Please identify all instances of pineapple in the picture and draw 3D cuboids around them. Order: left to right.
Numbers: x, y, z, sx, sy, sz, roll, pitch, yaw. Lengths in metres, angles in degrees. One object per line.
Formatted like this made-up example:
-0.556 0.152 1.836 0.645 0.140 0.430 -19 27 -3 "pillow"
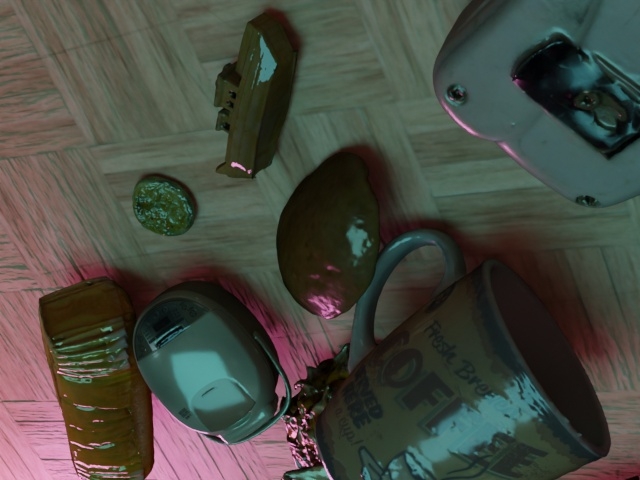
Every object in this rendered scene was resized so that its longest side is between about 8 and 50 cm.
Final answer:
0.040 0.216 1.535 0.335 0.158 0.161 -15 119 37 "pineapple"

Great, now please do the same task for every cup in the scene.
0.114 0.142 1.363 0.257 0.227 0.301 -31 69 17 "cup"

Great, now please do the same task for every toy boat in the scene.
-0.076 -0.143 1.354 0.072 0.064 0.206 35 137 16 "toy boat"

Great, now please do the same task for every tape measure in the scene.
0.239 -0.165 1.125 0.265 0.130 0.258 38 133 -7 "tape measure"

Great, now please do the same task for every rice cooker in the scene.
-0.129 0.142 1.567 0.145 0.127 0.206 -35 105 18 "rice cooker"

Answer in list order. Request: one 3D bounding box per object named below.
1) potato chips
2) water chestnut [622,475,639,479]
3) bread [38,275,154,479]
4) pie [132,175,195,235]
0.000 0.000 1.397 0.201 0.049 0.150 -49 54 53 "potato chips"
0.404 0.442 1.489 0.350 0.350 0.302 -18 160 37 "water chestnut"
-0.279 0.184 1.670 0.119 0.152 0.288 -12 131 -12 "bread"
-0.181 -0.038 1.527 0.084 0.021 0.084 12 129 16 "pie"
